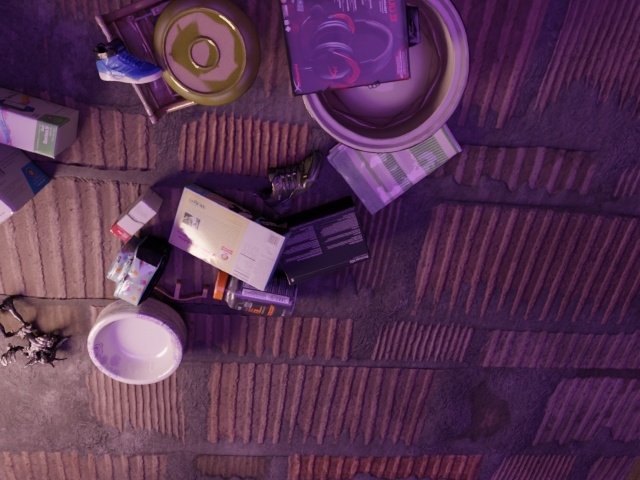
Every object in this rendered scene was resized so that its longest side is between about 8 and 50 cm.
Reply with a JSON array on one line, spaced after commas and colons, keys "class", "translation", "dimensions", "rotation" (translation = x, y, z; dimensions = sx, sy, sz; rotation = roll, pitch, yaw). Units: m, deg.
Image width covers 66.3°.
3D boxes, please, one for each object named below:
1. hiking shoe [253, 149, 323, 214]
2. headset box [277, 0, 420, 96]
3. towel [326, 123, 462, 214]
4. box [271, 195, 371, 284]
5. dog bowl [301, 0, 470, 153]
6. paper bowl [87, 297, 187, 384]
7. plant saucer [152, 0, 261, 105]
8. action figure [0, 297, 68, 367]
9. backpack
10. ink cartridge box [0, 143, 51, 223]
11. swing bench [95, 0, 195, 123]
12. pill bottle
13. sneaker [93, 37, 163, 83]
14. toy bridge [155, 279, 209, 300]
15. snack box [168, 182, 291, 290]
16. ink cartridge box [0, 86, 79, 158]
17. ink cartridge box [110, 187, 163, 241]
[{"class": "hiking shoe", "translation": [-0.088, -0.177, 1.381], "dimensions": [0.114, 0.086, 0.227], "rotation": [34, 110, -24]}, {"class": "headset box", "translation": [0.068, -0.448, 1.068], "dimensions": [0.293, 0.110, 0.218], "rotation": [-7, 112, 3]}, {"class": "towel", "translation": [0.212, -0.250, 1.402], "dimensions": [0.325, 0.038, 0.248], "rotation": [-36, 116, 12]}, {"class": "box", "translation": [0.000, 0.000, 1.473], "dimensions": [0.261, 0.103, 0.184], "rotation": [-17, 114, 4]}, {"class": "dog bowl", "translation": [0.148, -0.432, 1.214], "dimensions": [0.408, 0.150, 0.408], "rotation": [0, 113, 0]}, {"class": "paper bowl", "translation": [-0.566, 0.302, 1.547], "dimensions": [0.284, 0.148, 0.284], "rotation": [-3, 118, -5]}, {"class": "plant saucer", "translation": [-0.253, -0.414, 1.080], "dimensions": [0.241, 0.037, 0.241], "rotation": [0, 119, -1]}, {"class": "action figure", "translation": [-0.916, 0.317, 1.525], "dimensions": [0.164, 0.141, 0.276], "rotation": [-34, 115, -1]}, {"class": "backpack", "translation": [-0.531, 0.086, 1.422], "dimensions": [0.144, 0.166, 0.188], "rotation": [20, 106, -15]}, {"class": "ink cartridge box", "translation": [-0.870, -0.196, 1.213], "dimensions": [0.129, 0.223, 0.307], "rotation": [-32, 116, 11]}, {"class": "swing bench", "translation": [-0.340, -0.455, 1.171], "dimensions": [0.254, 0.165, 0.253], "rotation": [-17, 119, 9]}, {"class": "pill bottle", "translation": [-0.204, 0.158, 1.520], "dimensions": [0.245, 0.130, 0.130], "rotation": [12, 116, -11]}, {"class": "sneaker", "translation": [-0.424, -0.395, 1.071], "dimensions": [0.152, 0.058, 0.084], "rotation": [8, 132, 13]}, {"class": "toy bridge", "translation": [-0.452, 0.156, 1.551], "dimensions": [0.188, 0.026, 0.063], "rotation": [12, 117, -11]}, {"class": "snack box", "translation": [-0.264, -0.010, 1.404], "dimensions": [0.322, 0.060, 0.187], "rotation": [27, 113, 5]}, {"class": "ink cartridge box", "translation": [-0.737, -0.296, 1.213], "dimensions": [0.212, 0.154, 0.093], "rotation": [14, 115, -12]}, {"class": "ink cartridge box", "translation": [-0.516, -0.073, 1.383], "dimensions": [0.135, 0.099, 0.056], "rotation": [-39, 115, 14]}]
